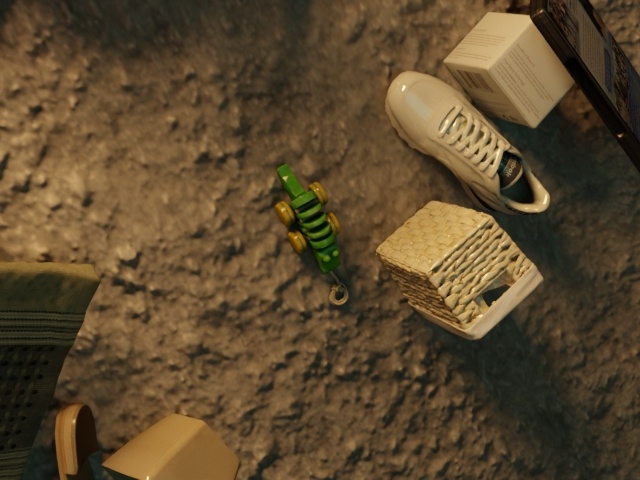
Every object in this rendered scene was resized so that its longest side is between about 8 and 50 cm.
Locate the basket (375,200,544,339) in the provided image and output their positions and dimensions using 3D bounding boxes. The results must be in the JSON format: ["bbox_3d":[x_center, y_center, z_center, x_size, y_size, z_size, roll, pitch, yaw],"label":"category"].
[{"bbox_3d":[0.153,0.028,1.199,0.113,0.167,0.103,-41,110,-9],"label":"basket"}]

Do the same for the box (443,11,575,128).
[{"bbox_3d":[0.220,-0.198,1.205,0.087,0.101,0.102,-48,117,-6],"label":"box"}]

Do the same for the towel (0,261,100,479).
[{"bbox_3d":[-0.388,0.147,0.983,0.324,0.056,0.312,7,111,-52],"label":"towel"}]

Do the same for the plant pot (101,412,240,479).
[{"bbox_3d":[-0.155,0.254,1.157,0.096,0.109,0.109,-50,117,-25],"label":"plant pot"}]

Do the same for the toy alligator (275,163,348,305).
[{"bbox_3d":[0.000,0.000,1.188,0.056,0.051,0.189,-29,112,-13],"label":"toy alligator"}]

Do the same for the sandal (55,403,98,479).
[{"bbox_3d":[-0.286,0.295,1.141,0.079,0.088,0.240,-1,97,9],"label":"sandal"}]

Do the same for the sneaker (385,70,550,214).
[{"bbox_3d":[0.175,-0.113,1.212,0.235,0.095,0.090,37,88,-24],"label":"sneaker"}]

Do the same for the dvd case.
[{"bbox_3d":[0.320,-0.213,1.220,0.022,0.180,0.253,-26,120,31],"label":"dvd case"}]
